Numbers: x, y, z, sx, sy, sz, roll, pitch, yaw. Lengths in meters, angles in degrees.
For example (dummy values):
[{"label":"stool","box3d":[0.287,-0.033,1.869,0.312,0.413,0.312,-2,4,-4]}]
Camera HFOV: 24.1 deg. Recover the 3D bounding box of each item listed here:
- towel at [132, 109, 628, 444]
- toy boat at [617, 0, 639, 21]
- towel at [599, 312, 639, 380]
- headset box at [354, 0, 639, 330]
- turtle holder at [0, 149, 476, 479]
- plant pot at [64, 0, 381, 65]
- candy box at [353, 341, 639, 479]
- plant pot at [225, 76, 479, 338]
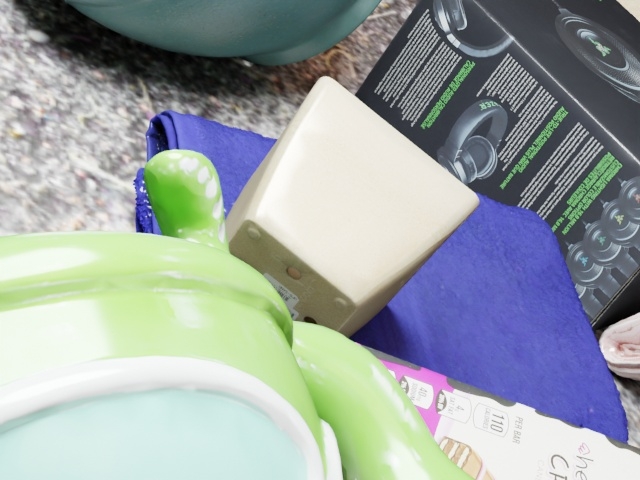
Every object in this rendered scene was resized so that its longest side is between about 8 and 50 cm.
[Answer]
[{"label":"towel","box3d":[0.036,0.046,0.930,0.308,0.076,0.228,13,45,-30]},{"label":"toy boat","box3d":[0.314,-0.130,1.372,0.231,0.151,0.151,42,3,12]},{"label":"towel","box3d":[0.417,0.090,1.032,0.331,0.317,0.053,13,77,-30]},{"label":"headset box","box3d":[0.215,-0.072,1.172,0.246,0.131,0.283,-10,52,-52]},{"label":"turtle holder","box3d":[-0.094,0.123,0.579,0.320,0.243,0.227,22,41,-58]},{"label":"plant pot","box3d":[-0.058,-0.247,1.072,0.196,0.293,0.293,41,19,-47]},{"label":"candy box","box3d":[0.095,0.167,0.742,0.233,0.071,0.159,21,56,-8]},{"label":"plant pot","box3d":[0.000,0.000,0.803,0.109,0.109,0.096,39,49,0]}]
